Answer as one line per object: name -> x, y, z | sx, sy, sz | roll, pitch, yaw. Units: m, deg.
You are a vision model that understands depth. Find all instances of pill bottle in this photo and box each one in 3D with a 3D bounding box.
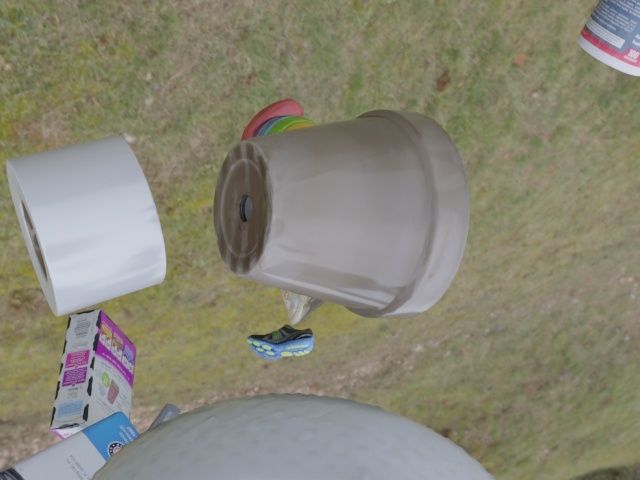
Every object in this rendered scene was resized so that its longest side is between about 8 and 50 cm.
pill bottle -> 0.432, -0.320, 0.959 | 0.107, 0.108, 0.180 | -5, 133, -38

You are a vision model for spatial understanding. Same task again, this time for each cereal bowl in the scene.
cereal bowl -> -0.014, 0.230, 0.513 | 0.338, 0.141, 0.339 | 3, 123, 4

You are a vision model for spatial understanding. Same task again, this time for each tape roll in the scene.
tape roll -> -0.359, -0.024, 1.120 | 0.169, 0.246, 0.246 | -18, 144, -25

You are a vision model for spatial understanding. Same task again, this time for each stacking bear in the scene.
stacking bear -> -0.031, -0.171, 1.470 | 0.164, 0.289, 0.176 | -22, 116, -25

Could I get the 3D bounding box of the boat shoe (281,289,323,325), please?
boat shoe -> -0.041, 0.114, 1.704 | 0.109, 0.098, 0.302 | -38, 168, -19

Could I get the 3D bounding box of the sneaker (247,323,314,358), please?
sneaker -> -0.103, 0.262, 1.913 | 0.188, 0.078, 0.067 | -6, 127, 20

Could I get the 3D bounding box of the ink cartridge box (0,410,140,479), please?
ink cartridge box -> -0.371, 0.458, 1.012 | 0.166, 0.285, 0.395 | -49, 165, 28

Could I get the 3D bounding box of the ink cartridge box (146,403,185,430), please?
ink cartridge box -> -0.258, 0.506, 1.349 | 0.309, 0.271, 0.130 | -54, 171, -27

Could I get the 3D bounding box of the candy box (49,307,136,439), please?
candy box -> -0.413, 0.267, 1.346 | 0.071, 0.234, 0.159 | -13, 140, 8

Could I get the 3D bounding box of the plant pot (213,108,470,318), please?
plant pot -> 0.009, -0.043, 1.068 | 0.280, 0.323, 0.323 | 2, 133, -33
